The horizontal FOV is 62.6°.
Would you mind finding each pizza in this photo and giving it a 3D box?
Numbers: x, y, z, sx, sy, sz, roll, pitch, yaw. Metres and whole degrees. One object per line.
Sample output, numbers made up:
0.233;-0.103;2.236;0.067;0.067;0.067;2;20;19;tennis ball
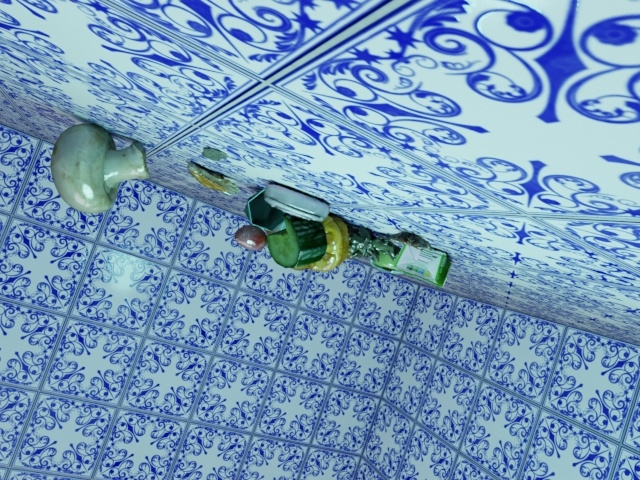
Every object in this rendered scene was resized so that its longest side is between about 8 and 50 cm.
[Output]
-0.361;-0.210;1.826;0.195;0.052;0.185;23;170;16;pizza

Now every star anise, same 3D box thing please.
0.274;0.000;1.620;0.140;0.042;0.141;17;175;2;star anise

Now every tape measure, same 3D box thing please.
0.303;0.086;2.245;0.199;0.106;0.175;15;179;27;tape measure

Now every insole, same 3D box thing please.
-0.293;-0.234;1.439;0.065;0.006;0.193;20;177;-18;insole

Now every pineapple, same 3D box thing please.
0.140;0.012;1.910;0.309;0.141;0.170;9;146;33;pineapple

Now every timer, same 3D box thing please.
-0.076;-0.113;1.627;0.208;0.069;0.191;19;179;-6;timer

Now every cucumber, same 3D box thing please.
-0.081;0.008;1.767;0.191;0.191;0.130;16;-162;42;cucumber

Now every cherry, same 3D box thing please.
-0.214;-0.006;1.887;0.106;0.090;0.225;6;180;42;cherry

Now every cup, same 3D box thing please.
-0.204;-0.108;1.898;0.134;0.148;0.235;-7;-176;-14;cup

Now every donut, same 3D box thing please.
-0.001;0.002;1.847;0.226;0.227;0.113;17;-162;34;donut

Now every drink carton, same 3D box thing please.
0.372;0.085;1.869;0.161;0.108;0.271;21;178;20;drink carton

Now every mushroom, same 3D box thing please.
-0.715;-0.234;1.725;0.289;0.298;0.297;-2;178;-6;mushroom

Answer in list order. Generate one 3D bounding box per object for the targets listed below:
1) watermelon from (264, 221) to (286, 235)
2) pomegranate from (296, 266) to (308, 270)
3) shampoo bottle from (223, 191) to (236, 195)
-0.196;-0.086;2.329;0.094;0.154;0.241;22;-172;-38;watermelon
-0.104;0.026;2.580;0.260;0.261;0.260;20;176;1;pomegranate
-0.361;-0.198;2.050;0.072;0.043;0.099;22;177;-21;shampoo bottle
